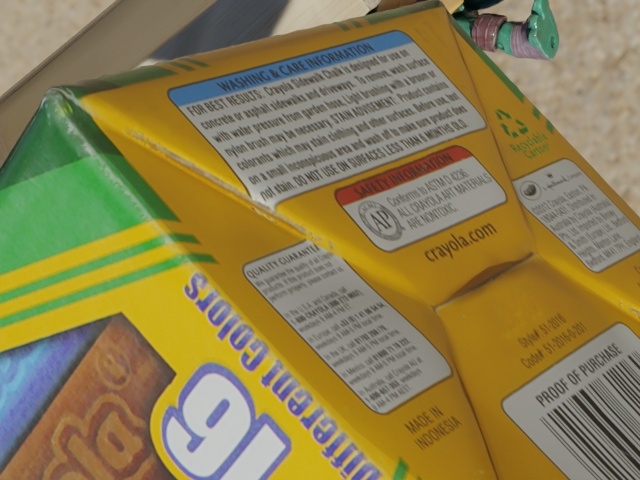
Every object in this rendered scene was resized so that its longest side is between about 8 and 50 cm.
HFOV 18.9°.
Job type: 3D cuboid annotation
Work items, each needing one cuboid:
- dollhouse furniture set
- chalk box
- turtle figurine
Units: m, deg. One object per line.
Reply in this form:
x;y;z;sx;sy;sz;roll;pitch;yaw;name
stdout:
0.000;0.000;1.290;0.394;0.256;0.362;50;-177;-24;dollhouse furniture set
-0.033;0.100;0.562;0.179;0.180;0.289;49;124;14;chalk box
0.086;-0.196;1.574;0.234;0.175;0.118;1;162;25;turtle figurine
